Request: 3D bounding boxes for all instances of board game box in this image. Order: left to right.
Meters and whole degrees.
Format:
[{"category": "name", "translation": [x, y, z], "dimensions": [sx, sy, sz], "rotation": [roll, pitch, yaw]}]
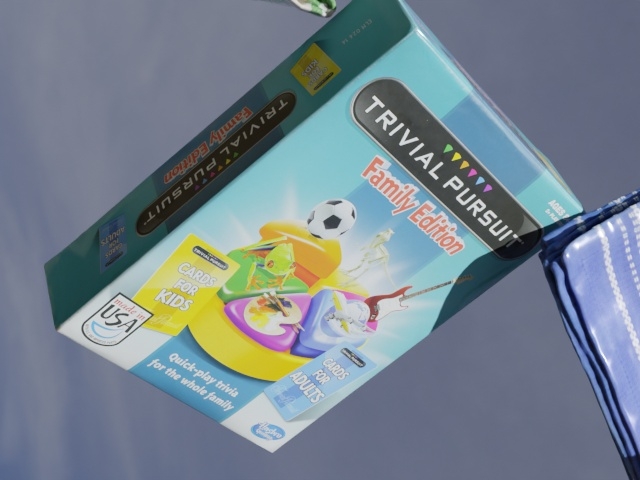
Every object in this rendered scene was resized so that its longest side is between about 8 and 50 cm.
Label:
[{"category": "board game box", "translation": [0.000, 0.000, 0.885], "dimensions": [0.336, 0.254, 0.079], "rotation": [-39, -137, 15]}]

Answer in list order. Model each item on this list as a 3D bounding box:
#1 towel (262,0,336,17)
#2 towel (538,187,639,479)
[{"category": "towel", "translation": [-0.144, -0.272, 0.834], "dimensions": [0.038, 0.325, 0.248], "rotation": [-56, -157, 3]}, {"category": "towel", "translation": [0.355, 0.042, 0.917], "dimensions": [0.243, 0.336, 0.040], "rotation": [66, -10, -10]}]
